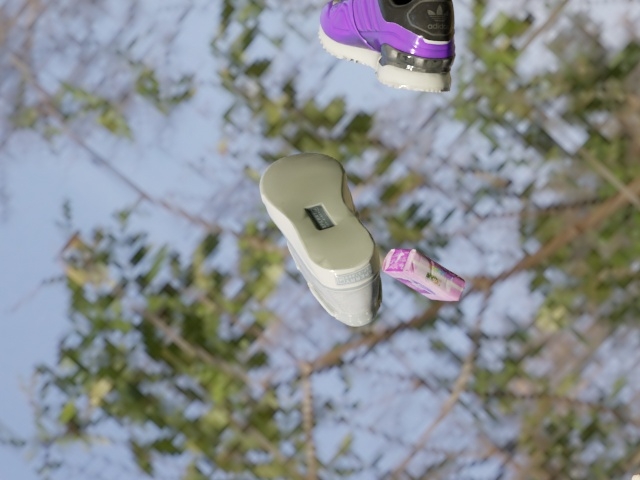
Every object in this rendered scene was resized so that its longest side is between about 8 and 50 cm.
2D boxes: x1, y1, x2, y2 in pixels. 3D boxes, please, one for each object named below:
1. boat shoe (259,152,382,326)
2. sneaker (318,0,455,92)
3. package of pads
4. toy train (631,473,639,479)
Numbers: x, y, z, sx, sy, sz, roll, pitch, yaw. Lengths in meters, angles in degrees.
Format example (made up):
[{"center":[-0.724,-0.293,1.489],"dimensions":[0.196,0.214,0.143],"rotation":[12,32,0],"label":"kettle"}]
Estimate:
[{"center":[0.001,0.000,1.677],"dimensions":[0.227,0.079,0.081],"rotation":[-117,14,-57],"label":"boat shoe"},{"center":[0.088,-0.276,2.265],"dimensions":[0.102,0.146,0.293],"rotation":[-1,-161,-23],"label":"sneaker"},{"center":[0.114,0.038,2.102],"dimensions":[0.083,0.032,0.050],"rotation":[30,163,-31],"label":"package of pads"},{"center":[0.248,0.287,1.771],"dimensions":[0.046,0.166,0.125],"rotation":[48,-136,-25],"label":"toy train"}]
